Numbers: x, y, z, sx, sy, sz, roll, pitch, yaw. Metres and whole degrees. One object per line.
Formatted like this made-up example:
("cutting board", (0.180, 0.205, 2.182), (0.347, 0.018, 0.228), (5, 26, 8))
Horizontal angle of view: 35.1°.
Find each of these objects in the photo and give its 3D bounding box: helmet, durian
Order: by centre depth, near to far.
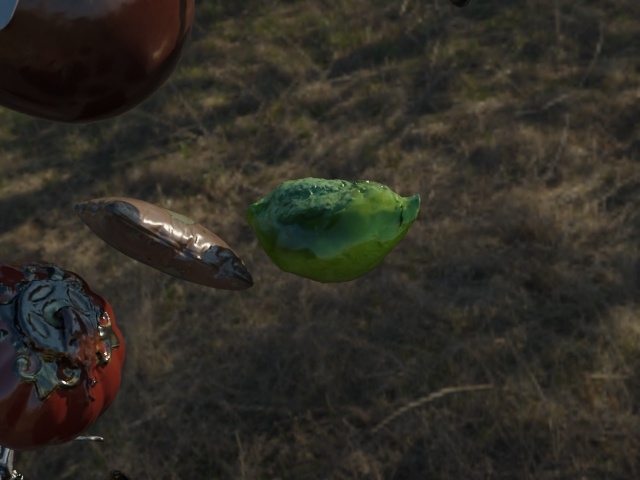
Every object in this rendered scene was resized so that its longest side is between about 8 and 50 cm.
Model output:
("helmet", (-0.282, -0.269, 1.247), (0.230, 0.337, 0.385), (34, 26, -12))
("durian", (0.009, -0.015, 1.293), (0.250, 0.139, 0.101), (9, -3, 41))

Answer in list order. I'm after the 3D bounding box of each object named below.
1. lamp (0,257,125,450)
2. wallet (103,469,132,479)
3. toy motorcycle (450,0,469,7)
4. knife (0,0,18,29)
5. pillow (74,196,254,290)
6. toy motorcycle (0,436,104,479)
("lamp", (-0.330, 0.124, 1.151), (0.227, 0.227, 0.227), (-8, 33, 5))
("wallet", (-0.263, 0.351, 1.129), (0.161, 0.042, 0.195), (-51, 16, 0))
("toy motorcycle", (0.119, -0.410, 1.207), (0.147, 0.221, 0.326), (-10, 25, -12))
("knife", (-0.317, -0.218, 0.973), (0.058, 0.244, 0.032), (35, 12, 30))
("pillow", (-0.216, -0.001, 1.402), (0.223, 0.236, 0.084), (13, 78, 64))
("toy motorcycle", (-0.534, 0.333, 1.518), (0.401, 0.207, 0.134), (7, 52, -6))
